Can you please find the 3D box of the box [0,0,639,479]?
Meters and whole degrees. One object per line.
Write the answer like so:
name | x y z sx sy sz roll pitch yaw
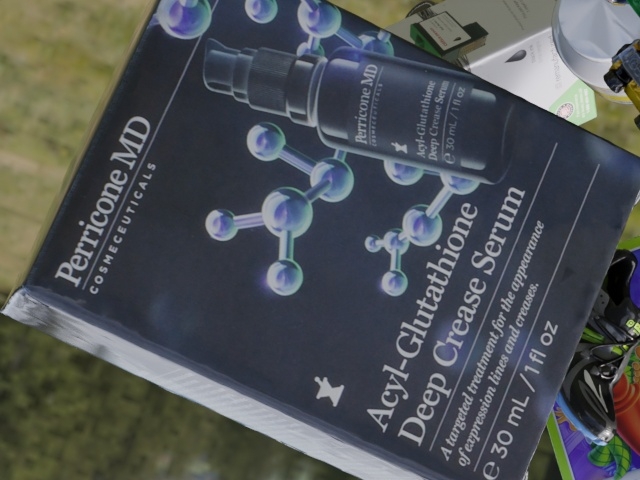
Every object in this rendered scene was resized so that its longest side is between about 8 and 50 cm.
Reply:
box | 0.000 0.000 1.405 0.395 0.293 0.212 25 168 -9

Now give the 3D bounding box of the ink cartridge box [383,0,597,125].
ink cartridge box | 0.140 -0.147 1.731 0.092 0.219 0.160 60 174 37

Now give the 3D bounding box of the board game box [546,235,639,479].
board game box | 0.364 0.095 1.646 0.347 0.233 0.078 -21 168 25

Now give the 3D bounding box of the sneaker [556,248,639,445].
sneaker | 0.245 0.086 1.590 0.078 0.188 0.067 -15 144 37

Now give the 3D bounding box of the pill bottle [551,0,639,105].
pill bottle | 0.242 -0.168 1.465 0.103 0.103 0.184 15 -179 17

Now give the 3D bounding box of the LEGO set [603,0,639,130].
LEGO set | 0.342 -0.192 1.200 0.255 0.331 0.192 49 -162 20

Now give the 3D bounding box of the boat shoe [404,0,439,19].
boat shoe | 0.099 -0.200 2.157 0.092 0.285 0.103 41 133 -24
